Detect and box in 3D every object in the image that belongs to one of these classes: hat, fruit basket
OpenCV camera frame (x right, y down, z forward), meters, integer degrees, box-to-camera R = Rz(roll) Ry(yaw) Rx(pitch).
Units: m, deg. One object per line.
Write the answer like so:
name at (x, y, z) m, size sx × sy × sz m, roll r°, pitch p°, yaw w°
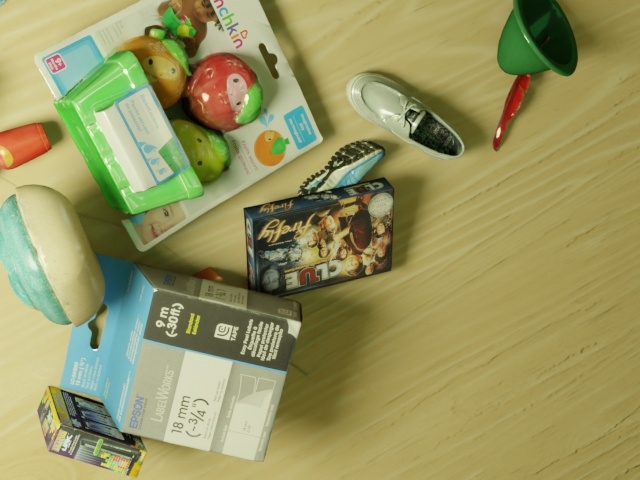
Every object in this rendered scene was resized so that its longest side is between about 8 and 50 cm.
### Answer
hat at (0.317, -0.311, 1.854) m, size 0.173 × 0.183 × 0.208 m, roll 33°, pitch 46°, yaw -30°
fruit basket at (-0.192, -0.205, 1.611) m, size 0.353 × 0.165 × 0.327 m, roll -30°, pitch 109°, yaw -16°

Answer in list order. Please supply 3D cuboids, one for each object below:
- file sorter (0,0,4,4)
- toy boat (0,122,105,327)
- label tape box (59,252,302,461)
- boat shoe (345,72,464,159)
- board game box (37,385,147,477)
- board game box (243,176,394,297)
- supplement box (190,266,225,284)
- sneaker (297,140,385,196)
file sorter at (-0.531, -0.358, 1.483) m, size 0.118 × 0.104 × 0.170 m, roll -43°, pitch 112°, yaw -7°
toy boat at (-0.416, -0.020, 1.537) m, size 0.148 × 0.267 × 0.318 m, roll -23°, pitch 69°, yaw -10°
label tape box at (-0.218, 0.178, 1.640) m, size 0.334 × 0.106 × 0.240 m, roll 14°, pitch 106°, yaw -6°
boat shoe at (0.147, -0.203, 1.780) m, size 0.227 × 0.081 × 0.079 m, roll 30°, pitch 89°, yaw -23°
board game box at (-0.348, 0.288, 1.646) m, size 0.141 × 0.170 × 0.048 m, roll 22°, pitch 94°, yaw -22°
board game box at (0.000, 0.000, 1.759) m, size 0.243 × 0.042 × 0.165 m, roll -13°, pitch 126°, yaw -18°
supplement box at (-0.156, 0.165, 1.744) m, size 0.078 × 0.080 × 0.233 m, roll -26°, pitch 107°, yaw -13°
sneaker at (0.041, -0.100, 1.782) m, size 0.162 × 0.063 × 0.073 m, roll -38°, pitch 125°, yaw -2°
